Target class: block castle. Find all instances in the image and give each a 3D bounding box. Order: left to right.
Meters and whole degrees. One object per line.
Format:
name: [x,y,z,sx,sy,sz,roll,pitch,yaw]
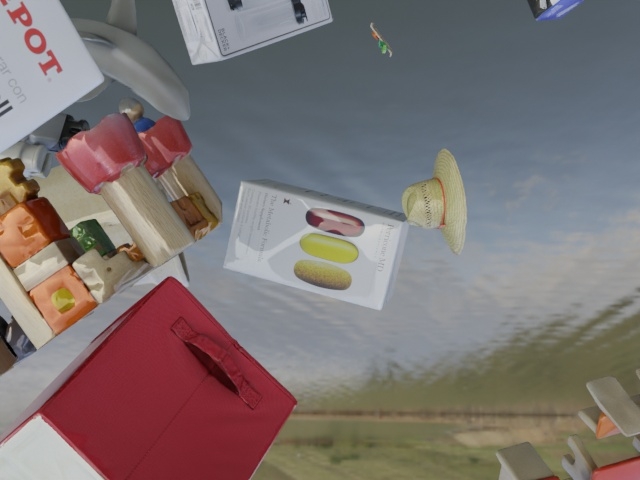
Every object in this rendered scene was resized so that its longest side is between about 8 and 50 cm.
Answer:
block castle: [-0.354,0.017,0.951,0.453,0.213,0.303,-33,-175,8]

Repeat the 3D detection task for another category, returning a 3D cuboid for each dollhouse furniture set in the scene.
dollhouse furniture set: [0.370,0.324,1.064,0.259,0.135,0.262,-11,127,-15]

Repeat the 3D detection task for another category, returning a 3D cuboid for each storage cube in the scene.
storage cube: [-0.174,0.188,0.762,0.184,0.193,0.215,46,131,-8]

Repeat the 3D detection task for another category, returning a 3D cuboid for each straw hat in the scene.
straw hat: [0.137,-0.046,1.028,0.061,0.144,0.144,-10,167,-6]

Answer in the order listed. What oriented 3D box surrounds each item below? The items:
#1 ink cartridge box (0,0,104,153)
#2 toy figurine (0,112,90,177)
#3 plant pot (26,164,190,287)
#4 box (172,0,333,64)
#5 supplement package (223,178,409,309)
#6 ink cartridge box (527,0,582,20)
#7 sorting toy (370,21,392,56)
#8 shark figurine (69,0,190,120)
ink cartridge box: [-0.224,-0.078,0.326,0.092,0.219,0.160,11,136,45]
toy figurine: [-0.427,-0.200,1.123,0.148,0.210,0.213,9,-152,5]
plant pot: [-0.440,-0.030,1.533,0.305,0.334,0.334,-16,168,-7]
box: [-0.120,-0.436,1.449,0.087,0.169,0.290,4,-152,47]
supplement package: [0.000,0.000,1.211,0.244,0.139,0.134,14,-171,11]
ink cartridge box: [0.233,-0.348,0.847,0.046,0.207,0.097,-14,169,-33]
sorting toy: [0.096,-0.322,1.296,0.012,0.062,0.083,-32,-170,15]
shark figurine: [-0.284,-0.201,0.870,0.278,0.166,0.116,-7,-167,-14]
